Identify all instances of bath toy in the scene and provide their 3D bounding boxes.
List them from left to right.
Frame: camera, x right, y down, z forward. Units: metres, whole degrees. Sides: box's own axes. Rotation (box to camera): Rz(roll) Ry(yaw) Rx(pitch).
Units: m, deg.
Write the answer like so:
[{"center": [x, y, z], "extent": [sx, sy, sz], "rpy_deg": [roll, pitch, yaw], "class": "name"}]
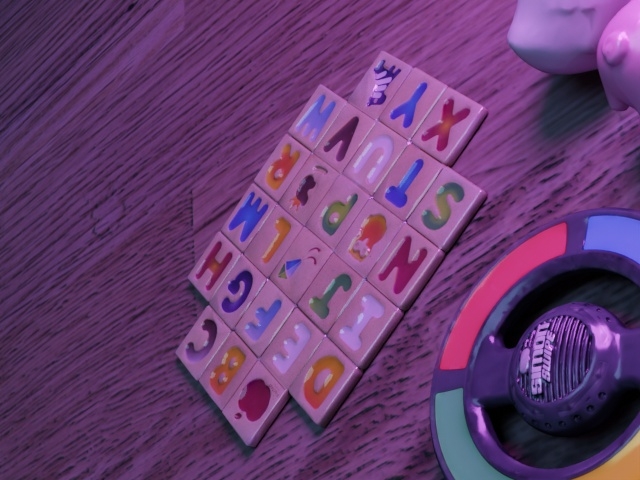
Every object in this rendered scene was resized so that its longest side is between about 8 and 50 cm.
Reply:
[{"center": [0.249, -0.146, 0.844], "extent": [0.151, 0.129, 0.348], "rpy_deg": [-28, 34, -16], "class": "bath toy"}]

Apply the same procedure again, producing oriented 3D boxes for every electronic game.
[{"center": [0.163, 0.083, 0.850], "extent": [0.229, 0.048, 0.229], "rpy_deg": [-29, 46, 35], "class": "electronic game"}]

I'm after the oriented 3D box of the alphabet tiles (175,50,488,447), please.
[{"center": [0.000, 0.000, 1.131], "extent": [0.342, 0.011, 0.285], "rpy_deg": [-55, 37, 5], "class": "alphabet tiles"}]
